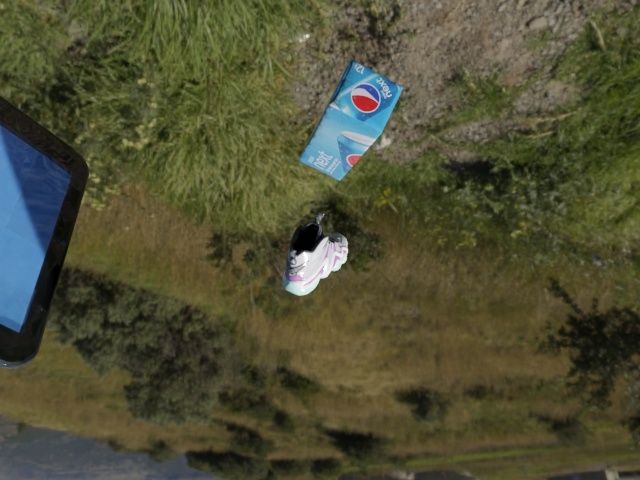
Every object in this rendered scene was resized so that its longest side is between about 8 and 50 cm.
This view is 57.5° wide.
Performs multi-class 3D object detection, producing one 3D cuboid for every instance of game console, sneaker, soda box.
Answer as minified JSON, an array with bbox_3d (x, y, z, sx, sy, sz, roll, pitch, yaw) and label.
[{"bbox_3d":[-0.276,-0.095,0.452,0.173,0.293,0.250,10,129,-19],"label":"game console"},{"bbox_3d":[0.000,0.000,0.543,0.038,0.098,0.069,18,126,19],"label":"sneaker"},{"bbox_3d":[0.032,-0.148,0.766,0.071,0.067,0.210,27,167,-6],"label":"soda box"}]
